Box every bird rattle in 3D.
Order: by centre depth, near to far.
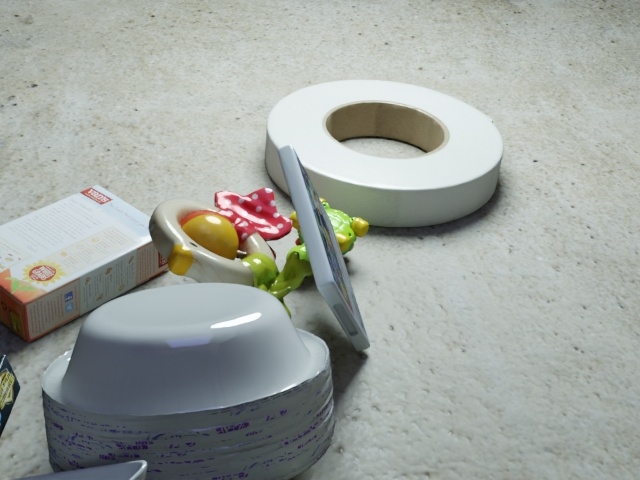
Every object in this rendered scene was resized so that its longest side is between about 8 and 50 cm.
[{"bbox_3d":[-0.112,0.001,1.190,0.206,0.143,0.254,20,32,-32],"label":"bird rattle"}]

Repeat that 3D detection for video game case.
[{"bbox_3d":[0.004,0.012,1.159,0.023,0.183,0.201,-20,57,6],"label":"video game case"}]

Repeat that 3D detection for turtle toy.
[{"bbox_3d":[0.000,0.000,1.322,0.095,0.066,0.130,28,40,21],"label":"turtle toy"}]

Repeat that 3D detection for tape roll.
[{"bbox_3d":[0.104,-0.152,1.567,0.391,0.072,0.392,3,33,-2],"label":"tape roll"}]

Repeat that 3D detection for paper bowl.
[{"bbox_3d":[-0.130,0.133,0.949,0.284,0.148,0.284,-4,13,1],"label":"paper bowl"}]

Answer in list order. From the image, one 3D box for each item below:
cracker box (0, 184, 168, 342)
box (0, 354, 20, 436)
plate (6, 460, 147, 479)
[{"bbox_3d":[-0.328,0.023,1.240,0.155,0.067,0.232,29,41,31],"label":"cracker box"},{"bbox_3d":[-0.420,0.198,0.925,0.220,0.051,0.175,-9,33,8],"label":"box"},{"bbox_3d":[-0.295,0.285,0.764,0.277,0.045,0.278,-19,16,39],"label":"plate"}]
